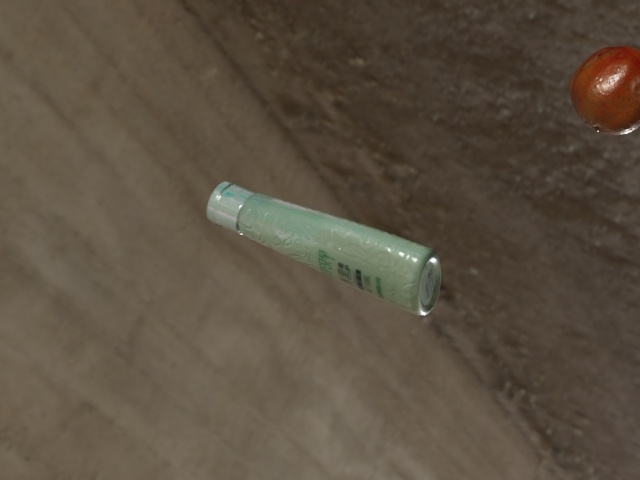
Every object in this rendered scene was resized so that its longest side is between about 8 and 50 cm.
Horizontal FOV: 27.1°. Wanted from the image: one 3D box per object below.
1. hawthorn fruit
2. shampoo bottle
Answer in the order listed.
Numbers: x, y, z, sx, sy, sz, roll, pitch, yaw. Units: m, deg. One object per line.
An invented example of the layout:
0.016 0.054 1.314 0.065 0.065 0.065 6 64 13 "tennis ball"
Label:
0.381 -0.196 1.727 0.128 0.128 0.128 26 162 9 "hawthorn fruit"
0.000 0.000 1.011 0.191 0.041 0.069 22 154 24 "shampoo bottle"
